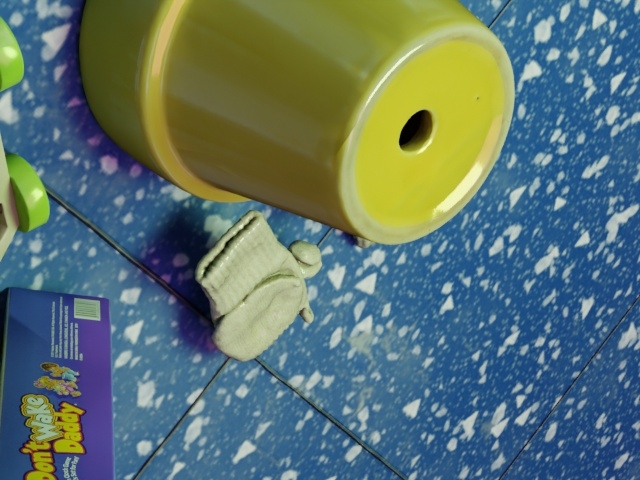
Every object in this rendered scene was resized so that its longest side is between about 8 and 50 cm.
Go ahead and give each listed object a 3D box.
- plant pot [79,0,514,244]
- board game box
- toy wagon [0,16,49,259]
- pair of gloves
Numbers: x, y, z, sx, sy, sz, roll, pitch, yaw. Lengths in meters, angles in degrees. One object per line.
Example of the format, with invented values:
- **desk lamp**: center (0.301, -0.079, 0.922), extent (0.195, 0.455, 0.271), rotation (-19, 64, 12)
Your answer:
- **plant pot**: center (-0.002, -0.121, 1.282), extent (0.254, 0.239, 0.254), rotation (-26, 132, -32)
- **board game box**: center (-0.196, 0.218, 1.249), extent (0.078, 0.347, 0.233), rotation (7, 115, -11)
- **toy wagon**: center (-0.307, 0.004, 1.190), extent (0.267, 0.068, 0.344), rotation (-30, 136, -28)
- **pair of gloves**: center (0.000, 0.000, 1.485), extent (0.240, 0.042, 0.204), rotation (-42, 158, -16)
